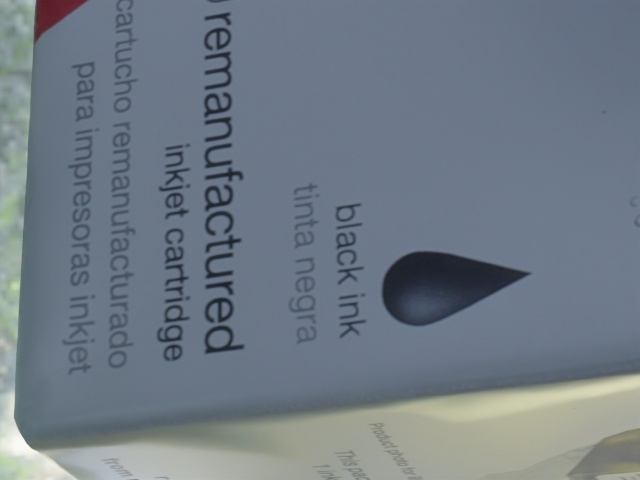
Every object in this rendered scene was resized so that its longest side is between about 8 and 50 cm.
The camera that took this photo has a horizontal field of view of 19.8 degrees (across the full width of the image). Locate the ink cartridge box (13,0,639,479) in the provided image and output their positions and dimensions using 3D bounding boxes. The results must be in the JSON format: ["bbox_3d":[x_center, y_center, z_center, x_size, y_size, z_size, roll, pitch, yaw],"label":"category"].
[{"bbox_3d":[0.081,-0.044,0.418,0.114,0.273,0.197,56,29,-61],"label":"ink cartridge box"}]
